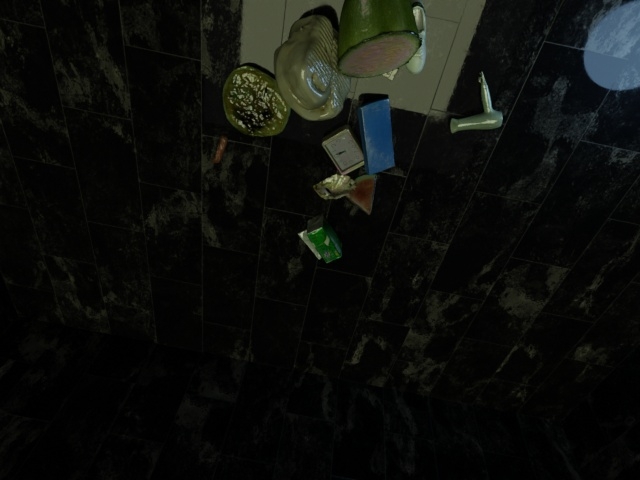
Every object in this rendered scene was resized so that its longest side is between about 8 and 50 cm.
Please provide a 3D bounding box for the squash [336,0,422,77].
[{"bbox_3d":[0.177,-0.795,1.427,0.310,0.310,0.308,-14,88,17],"label":"squash"}]

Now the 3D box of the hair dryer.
[{"bbox_3d":[0.648,-0.576,1.667,0.207,0.075,0.237,-2,118,16],"label":"hair dryer"}]

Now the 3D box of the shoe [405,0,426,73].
[{"bbox_3d":[0.358,-0.768,1.526,0.095,0.110,0.264,-5,122,9],"label":"shoe"}]

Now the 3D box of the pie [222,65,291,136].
[{"bbox_3d":[-0.287,-0.591,1.760,0.323,0.070,0.323,4,127,5],"label":"pie"}]

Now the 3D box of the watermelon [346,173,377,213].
[{"bbox_3d":[0.236,-0.214,1.925,0.136,0.202,0.207,0,140,-42],"label":"watermelon"}]

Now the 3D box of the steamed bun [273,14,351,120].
[{"bbox_3d":[-0.043,-0.657,1.538,0.255,0.367,0.342,6,160,32],"label":"steamed bun"}]

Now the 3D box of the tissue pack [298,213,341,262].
[{"bbox_3d":[-0.001,-0.001,2.101,0.156,0.148,0.209,-24,120,20],"label":"tissue pack"}]

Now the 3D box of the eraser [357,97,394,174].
[{"bbox_3d":[0.248,-0.455,1.762,0.144,0.042,0.311,-23,124,-16],"label":"eraser"}]

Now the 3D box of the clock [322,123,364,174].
[{"bbox_3d":[0.112,-0.413,1.836,0.147,0.071,0.192,-24,120,22],"label":"clock"}]

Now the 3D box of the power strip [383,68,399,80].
[{"bbox_3d":[0.259,-0.705,1.629,0.123,0.032,0.056,26,126,-12],"label":"power strip"}]

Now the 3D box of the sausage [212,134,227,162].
[{"bbox_3d":[-0.482,-0.434,1.919,0.036,0.042,0.158,-2,140,-40],"label":"sausage"}]

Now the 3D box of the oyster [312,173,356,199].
[{"bbox_3d":[0.073,-0.249,1.948,0.209,0.132,0.072,-20,159,8],"label":"oyster"}]
